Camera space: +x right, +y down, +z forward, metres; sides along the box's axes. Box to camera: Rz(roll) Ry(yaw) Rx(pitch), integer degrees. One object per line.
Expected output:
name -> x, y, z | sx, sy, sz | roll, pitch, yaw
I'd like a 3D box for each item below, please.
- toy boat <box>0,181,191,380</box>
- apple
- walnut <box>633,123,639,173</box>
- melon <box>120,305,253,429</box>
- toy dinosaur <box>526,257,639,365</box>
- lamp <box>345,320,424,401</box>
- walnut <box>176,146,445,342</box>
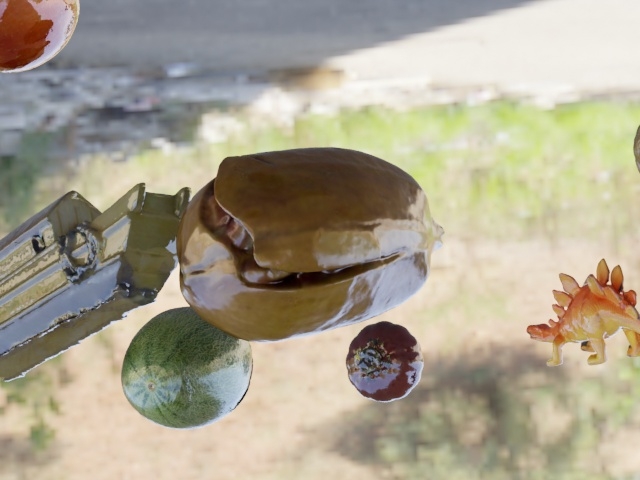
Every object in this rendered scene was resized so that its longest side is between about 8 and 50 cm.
toy boat -> -0.306, 0.040, 1.985 | 0.136, 0.162, 0.445 | 7, 155, -42
apple -> -0.329, -0.251, 1.755 | 0.163, 0.163, 0.139 | -9, -142, 56
walnut -> 0.474, -0.117, 2.292 | 0.105, 0.124, 0.105 | -14, 176, -1
melon -> -0.147, 0.143, 1.918 | 0.139, 0.139, 0.192 | -6, -175, 23
toy dinosaur -> 0.323, 0.081, 1.953 | 0.070, 0.117, 0.288 | -17, -178, -30
lamp -> 0.079, 0.150, 2.111 | 0.101, 0.101, 0.090 | -6, 171, 23
walnut -> 0.000, 0.000, 1.784 | 0.336, 0.209, 0.209 | -3, 177, -38
